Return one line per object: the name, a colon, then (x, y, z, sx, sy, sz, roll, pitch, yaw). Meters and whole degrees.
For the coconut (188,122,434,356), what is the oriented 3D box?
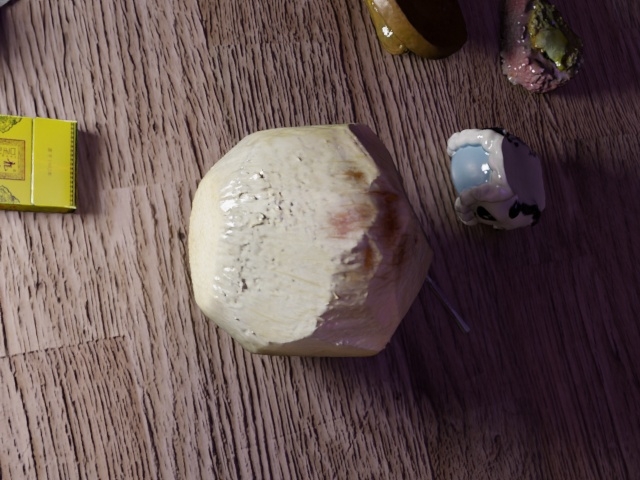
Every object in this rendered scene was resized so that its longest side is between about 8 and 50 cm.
coconut: (0.000, 0.000, 1.608, 0.415, 0.415, 0.344, 4, 30, -24)

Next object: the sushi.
sushi: (0.474, -0.429, 2.099, 0.161, 0.107, 0.241, 9, 72, -26)

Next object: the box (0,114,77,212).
box: (-0.531, -0.127, 1.584, 0.279, 0.041, 0.153, 3, 73, -24)

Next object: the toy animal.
toy animal: (0.329, -0.115, 1.909, 0.208, 0.156, 0.204, 12, 70, -55)

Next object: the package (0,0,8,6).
package: (-0.594, -0.437, 1.640, 0.171, 0.027, 0.173, 34, 52, -10)

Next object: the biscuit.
biscuit: (0.168, -0.525, 1.959, 0.314, 0.063, 0.367, -25, 88, -55)

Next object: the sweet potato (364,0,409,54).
sweet potato: (0.126, -0.474, 1.975, 0.081, 0.062, 0.233, -1, 72, -45)

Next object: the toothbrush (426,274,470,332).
toothbrush: (0.220, 0.097, 1.880, 0.017, 0.014, 0.194, -41, 95, -28)
